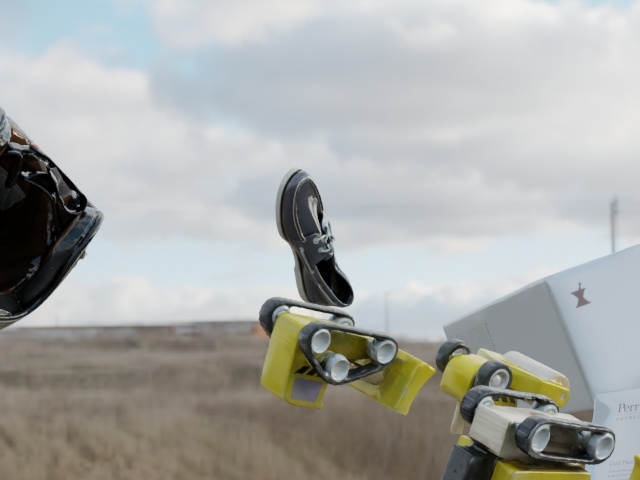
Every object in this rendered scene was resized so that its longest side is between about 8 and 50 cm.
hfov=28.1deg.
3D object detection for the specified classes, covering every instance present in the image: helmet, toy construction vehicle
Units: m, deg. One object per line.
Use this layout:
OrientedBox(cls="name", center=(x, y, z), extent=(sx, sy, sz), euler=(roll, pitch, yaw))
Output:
OrientedBox(cls="helmet", center=(-0.264, -0.008, 0.961), extent=(0.161, 0.169, 0.169), euler=(-44, -1, -6))
OrientedBox(cls="toy construction vehicle", center=(0.039, 0.050, 0.344), extent=(0.098, 0.035, 0.086), euler=(14, 8, -41))

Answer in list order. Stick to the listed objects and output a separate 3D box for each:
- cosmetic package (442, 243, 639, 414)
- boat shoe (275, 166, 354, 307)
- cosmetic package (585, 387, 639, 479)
OrientedBox(cls="cosmetic package", center=(0.338, 0.119, 1.623), extent=(0.230, 0.161, 0.453), euler=(-18, -8, -12))
OrientedBox(cls="boat shoe", center=(0.000, 0.000, 1.530), extent=(0.065, 0.206, 0.075), euler=(19, 49, 33))
OrientedBox(cls="cosmetic package", center=(0.414, 0.259, 1.159), extent=(0.377, 0.284, 0.097), euler=(-14, -42, 41))
